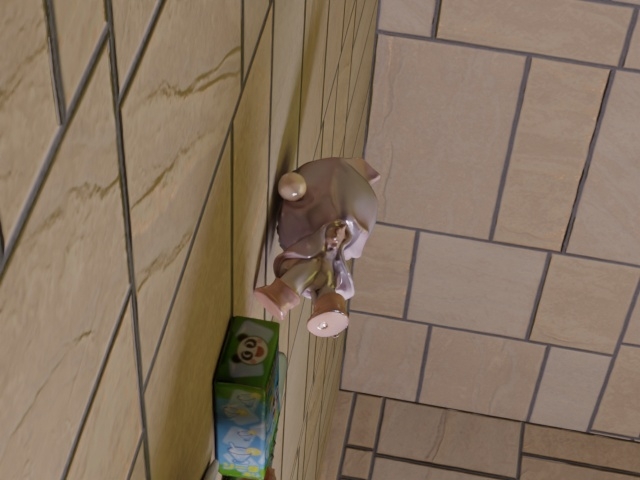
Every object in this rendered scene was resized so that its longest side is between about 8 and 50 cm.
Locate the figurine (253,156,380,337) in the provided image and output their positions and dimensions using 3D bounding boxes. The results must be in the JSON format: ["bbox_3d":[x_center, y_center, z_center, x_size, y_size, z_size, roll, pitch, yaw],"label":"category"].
[{"bbox_3d":[0.000,-0.001,1.778,0.200,0.133,0.276,71,23,-44],"label":"figurine"}]

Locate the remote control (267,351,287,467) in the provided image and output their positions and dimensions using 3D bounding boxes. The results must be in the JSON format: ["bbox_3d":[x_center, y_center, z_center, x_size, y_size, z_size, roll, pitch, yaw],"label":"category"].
[{"bbox_3d":[-0.083,0.299,1.953,0.123,0.038,0.285,79,21,-75],"label":"remote control"}]

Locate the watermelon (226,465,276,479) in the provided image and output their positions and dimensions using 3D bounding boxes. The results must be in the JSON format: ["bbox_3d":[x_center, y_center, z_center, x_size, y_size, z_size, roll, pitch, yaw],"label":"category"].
[{"bbox_3d":[-0.090,0.317,1.737,0.092,0.072,0.084,74,8,-69],"label":"watermelon"}]

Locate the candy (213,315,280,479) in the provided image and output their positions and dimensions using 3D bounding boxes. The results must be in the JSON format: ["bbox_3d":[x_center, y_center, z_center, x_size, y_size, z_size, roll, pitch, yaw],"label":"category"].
[{"bbox_3d":[-0.084,0.185,1.582,0.194,0.062,0.097,93,9,-49],"label":"candy"}]

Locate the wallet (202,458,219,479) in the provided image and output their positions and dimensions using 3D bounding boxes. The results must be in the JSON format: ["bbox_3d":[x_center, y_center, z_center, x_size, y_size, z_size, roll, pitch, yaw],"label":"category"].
[{"bbox_3d":[-0.128,0.282,1.542,0.083,0.011,0.044,-67,166,-72],"label":"wallet"}]
